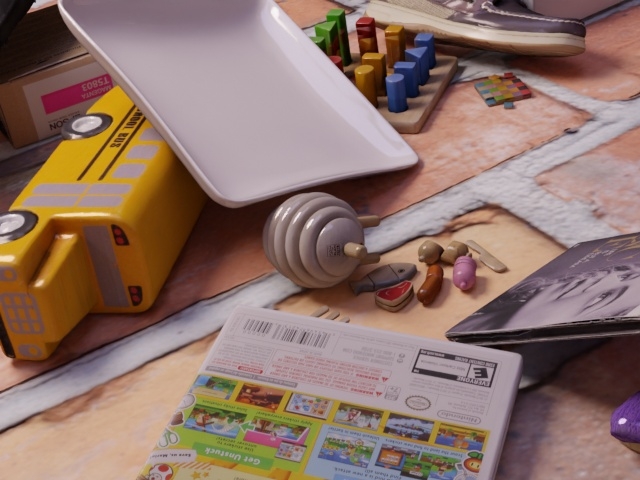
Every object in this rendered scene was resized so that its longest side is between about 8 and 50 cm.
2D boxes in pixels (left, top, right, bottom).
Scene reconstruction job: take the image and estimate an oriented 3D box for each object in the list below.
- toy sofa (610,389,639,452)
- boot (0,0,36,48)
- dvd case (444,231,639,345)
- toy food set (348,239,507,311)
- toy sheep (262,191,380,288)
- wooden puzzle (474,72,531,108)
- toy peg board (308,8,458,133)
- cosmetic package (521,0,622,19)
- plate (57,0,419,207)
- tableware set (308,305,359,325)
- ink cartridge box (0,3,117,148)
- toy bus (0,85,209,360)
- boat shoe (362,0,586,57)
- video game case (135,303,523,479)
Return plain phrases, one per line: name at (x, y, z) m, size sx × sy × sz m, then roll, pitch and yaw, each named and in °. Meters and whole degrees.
toy sofa at (0.364, 0.039, 0.765) m, size 0.363 × 0.150 × 0.177 m, roll -28°, pitch 38°, yaw -26°
boot at (-0.478, -0.243, 1.295) m, size 0.367 × 0.146 × 0.445 m, roll -5°, pitch 49°, yaw 20°
dvd case at (0.213, 0.029, 0.842) m, size 0.164 × 0.018 × 0.221 m, roll -30°, pitch 8°, yaw -29°
toy food set at (0.092, 0.027, 0.973) m, size 0.122 × 0.019 × 0.078 m, roll -22°, pitch 35°, yaw -19°
toy sheep at (0.000, 0.000, 0.979) m, size 0.091 × 0.091 × 0.132 m, roll -31°, pitch 19°, yaw -29°
wooden puzzle at (0.197, -0.163, 1.250) m, size 0.049 × 0.006 × 0.083 m, roll -13°, pitch 33°, yaw -5°
toy peg board at (0.051, -0.193, 1.268) m, size 0.161 × 0.079 × 0.161 m, roll 5°, pitch 36°, yaw 22°
cosmetic package at (0.323, -0.398, 1.497) m, size 0.377 × 0.097 × 0.284 m, roll -25°, pitch 34°, yaw -23°
plate at (-0.077, -0.138, 1.104) m, size 0.277 × 0.045 × 0.278 m, roll -15°, pitch 57°, yaw -48°
tableware set at (-0.010, 0.110, 0.872) m, size 0.104 × 0.024 × 0.154 m, roll 25°, pitch 45°, yaw 37°
ink cartridge box at (-0.296, -0.217, 1.385) m, size 0.235 × 0.088 × 0.193 m, roll -22°, pitch 36°, yaw -18°
toy bus at (-0.189, -0.031, 1.055) m, size 0.130 × 0.108 × 0.332 m, roll 1°, pitch 34°, yaw 13°
boat shoe at (0.174, -0.267, 1.313) m, size 0.285 × 0.092 × 0.103 m, roll 18°, pitch 9°, yaw 40°
video game case at (0.009, 0.135, 0.795) m, size 0.227 × 0.026 × 0.206 m, roll 9°, pitch 40°, yaw 16°
